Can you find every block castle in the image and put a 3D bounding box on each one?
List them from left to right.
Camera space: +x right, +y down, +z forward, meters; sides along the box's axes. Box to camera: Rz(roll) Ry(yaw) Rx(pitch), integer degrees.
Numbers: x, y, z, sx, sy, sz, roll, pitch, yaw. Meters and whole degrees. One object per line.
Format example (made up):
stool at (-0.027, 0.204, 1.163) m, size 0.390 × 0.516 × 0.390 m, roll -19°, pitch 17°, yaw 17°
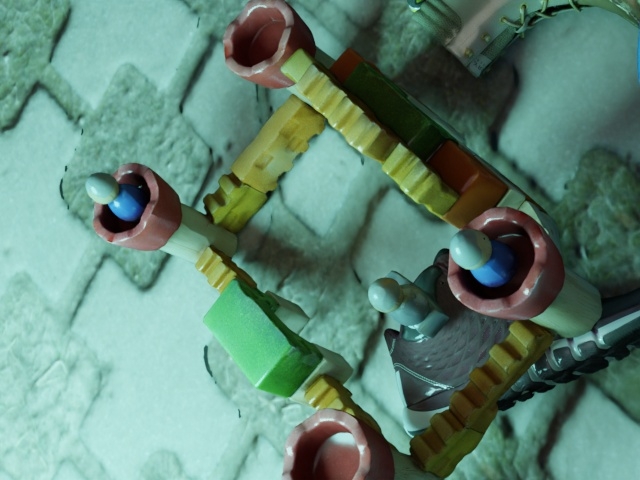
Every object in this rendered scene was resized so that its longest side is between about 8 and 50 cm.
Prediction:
block castle at (0.000, 0.000, 1.064) m, size 0.303 × 0.213 × 0.453 m, roll -50°, pitch 51°, yaw 9°

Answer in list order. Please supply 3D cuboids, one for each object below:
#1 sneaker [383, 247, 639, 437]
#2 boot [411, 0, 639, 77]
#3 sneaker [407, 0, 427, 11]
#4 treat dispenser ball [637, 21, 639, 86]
sneaker at (0.177, 0.063, 1.101) m, size 0.281 × 0.106 × 0.162 m, roll -28°, pitch 69°, yaw 17°
boot at (0.206, -0.220, 1.147) m, size 0.213 × 0.077 × 0.165 m, roll 42°, pitch 98°, yaw 27°
sneaker at (0.107, -0.278, 1.217) m, size 0.031 × 0.035 × 0.083 m, roll 10°, pitch 86°, yaw 22°
treat dispenser ball at (0.401, -0.151, 0.942) m, size 0.288 × 0.288 × 0.288 m, roll -4°, pitch 80°, yaw 22°
